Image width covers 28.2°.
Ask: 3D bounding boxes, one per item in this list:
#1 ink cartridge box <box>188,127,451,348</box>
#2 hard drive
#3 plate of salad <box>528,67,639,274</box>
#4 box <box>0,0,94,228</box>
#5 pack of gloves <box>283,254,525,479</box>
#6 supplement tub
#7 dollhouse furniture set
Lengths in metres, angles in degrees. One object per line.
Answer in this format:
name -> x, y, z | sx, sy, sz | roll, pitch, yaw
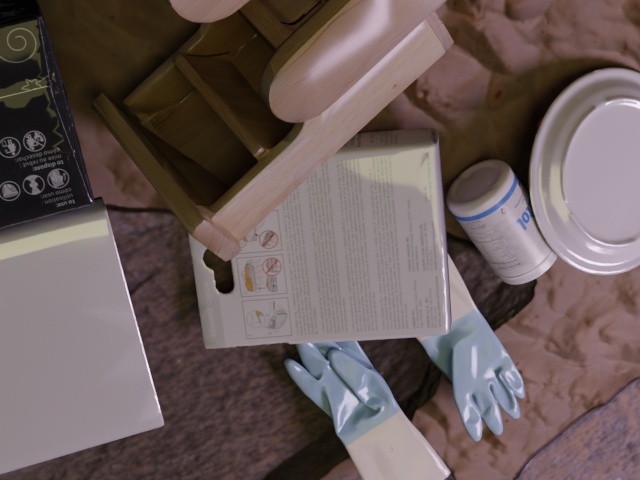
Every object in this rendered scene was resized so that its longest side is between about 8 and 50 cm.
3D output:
ink cartridge box -> 0.000, 0.000, 1.182 | 0.232, 0.066, 0.189 | -3, 109, 9
hard drive -> -0.306, 0.103, 1.034 | 0.318, 0.040, 0.210 | -16, 117, -10
plate of salad -> 0.276, -0.066, 1.232 | 0.199, 0.048, 0.200 | -3, 97, -28
box -> -0.320, -0.088, 0.992 | 0.247, 0.142, 0.163 | -15, 118, -9
pack of gloves -> 0.084, 0.132, 1.279 | 0.195, 0.046, 0.232 | -33, 108, -2
supplement tub -> 0.174, -0.018, 1.214 | 0.071, 0.071, 0.107 | -39, 119, 2
dollhouse furniture set -> -0.106, -0.193, 0.903 | 0.256, 0.362, 0.394 | -43, 148, 3
